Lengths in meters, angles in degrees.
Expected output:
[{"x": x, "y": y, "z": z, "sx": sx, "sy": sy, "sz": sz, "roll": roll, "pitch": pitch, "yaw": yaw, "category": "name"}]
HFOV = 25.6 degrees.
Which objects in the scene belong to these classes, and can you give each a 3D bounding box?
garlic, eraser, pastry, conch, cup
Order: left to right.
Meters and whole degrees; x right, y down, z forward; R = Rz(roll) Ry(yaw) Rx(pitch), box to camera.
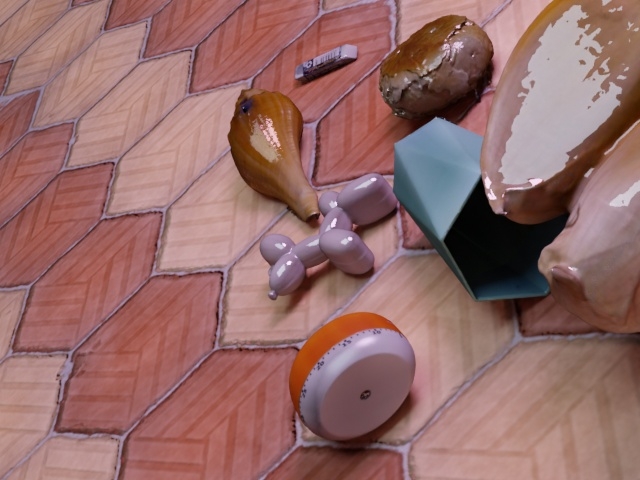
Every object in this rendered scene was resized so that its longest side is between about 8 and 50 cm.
[{"x": -0.065, "y": -0.121, "z": 1.816, "sx": 0.109, "sy": 0.093, "sz": 0.330, "roll": -31, "pitch": 32, "yaw": 4, "category": "conch"}, {"x": 0.008, "y": -0.247, "z": 1.968, "sx": 0.099, "sy": 0.019, "sz": 0.027, "roll": -22, "pitch": 50, "yaw": 31, "category": "eraser"}, {"x": 0.138, "y": -0.212, "z": 1.717, "sx": 0.153, "sy": 0.081, "sz": 0.153, "roll": -31, "pitch": 33, "yaw": 24, "category": "pastry"}, {"x": 0.154, "y": -0.048, "z": 1.433, "sx": 0.148, "sy": 0.134, "sz": 0.236, "roll": -56, "pitch": 25, "yaw": 11, "category": "cup"}, {"x": 0.281, "y": -0.087, "z": 1.211, "sx": 0.313, "sy": 0.286, "sz": 0.249, "roll": -59, "pitch": -6, "yaw": 8, "category": "garlic"}]

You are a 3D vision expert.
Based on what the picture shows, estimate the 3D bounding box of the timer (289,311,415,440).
[{"x": 0.027, "y": 0.128, "z": 1.394, "sx": 0.136, "sy": 0.099, "sz": 0.136, "roll": -26, "pitch": 21, "yaw": 11, "category": "timer"}]

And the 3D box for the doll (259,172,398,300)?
[{"x": 0.000, "y": 0.000, "z": 1.620, "sx": 0.160, "sy": 0.059, "sz": 0.161, "roll": -12, "pitch": 42, "yaw": 40, "category": "doll"}]
